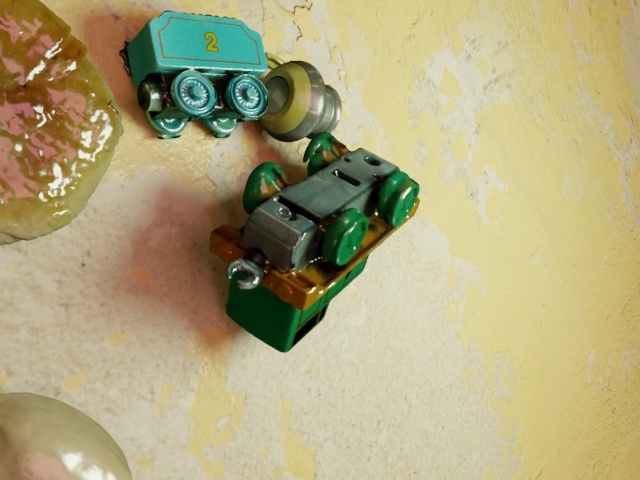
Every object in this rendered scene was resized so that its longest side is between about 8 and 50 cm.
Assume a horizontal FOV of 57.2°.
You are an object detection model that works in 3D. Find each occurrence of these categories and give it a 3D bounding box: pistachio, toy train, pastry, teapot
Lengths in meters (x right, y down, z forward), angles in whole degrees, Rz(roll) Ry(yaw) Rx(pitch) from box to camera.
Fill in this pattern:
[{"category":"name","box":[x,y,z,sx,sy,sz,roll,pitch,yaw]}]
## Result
[{"category":"pistachio","box":[-0.321,0.273,0.697,0.223,0.126,0.152,41,30,-25]},{"category":"toy train","box":[0.000,0.000,0.905,0.429,0.178,0.249,-36,150,-48]},{"category":"toy train","box":[-0.171,-0.238,0.846,0.203,0.112,0.163,-10,89,-41]},{"category":"pastry","box":[-0.390,-0.140,0.647,0.329,0.136,0.330,1,88,-40]},{"category":"teapot","box":[-0.042,-0.234,0.954,0.119,0.130,0.166,6,52,-53]}]
